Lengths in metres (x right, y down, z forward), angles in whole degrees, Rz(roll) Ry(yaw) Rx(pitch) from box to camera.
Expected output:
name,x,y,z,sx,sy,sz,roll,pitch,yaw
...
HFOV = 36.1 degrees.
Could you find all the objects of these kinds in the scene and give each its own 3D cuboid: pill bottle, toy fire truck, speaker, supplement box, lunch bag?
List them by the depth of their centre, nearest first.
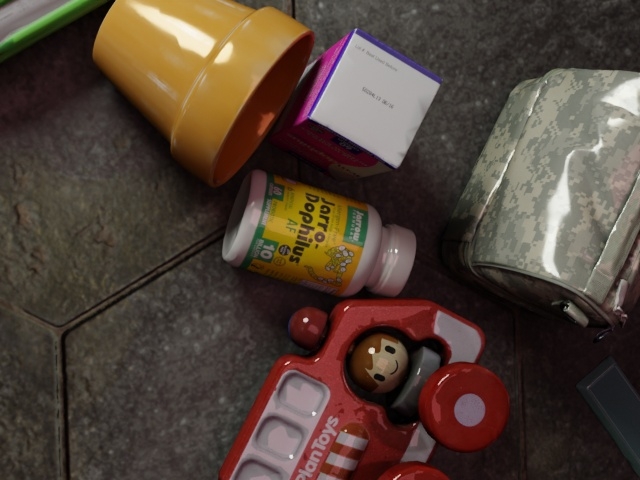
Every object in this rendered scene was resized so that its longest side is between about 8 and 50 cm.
name,x,y,z,sx,sy,sz,roll,pitch,yaw
speaker,-0.309,-0.288,1.074,0.296,0.131,0.131,-34,97,-12
supplement box,0.032,-0.144,1.112,0.111,0.220,0.114,28,84,-12
toy fire truck,0.052,0.200,1.134,0.254,0.169,0.302,27,86,-13
pill bottle,0.000,0.000,1.155,0.208,0.117,0.117,17,85,-14
lunch bag,0.311,-0.046,1.164,0.212,0.256,0.305,29,83,-12

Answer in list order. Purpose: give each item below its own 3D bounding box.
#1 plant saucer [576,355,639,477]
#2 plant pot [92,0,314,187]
name,x,y,z,sx,sy,sz,roll,pitch,yaw
plant saucer,0.419,0.248,1.311,0.067,0.018,0.192,-38,97,-12
plant pot,-0.140,-0.194,1.092,0.188,0.205,0.205,34,81,3
